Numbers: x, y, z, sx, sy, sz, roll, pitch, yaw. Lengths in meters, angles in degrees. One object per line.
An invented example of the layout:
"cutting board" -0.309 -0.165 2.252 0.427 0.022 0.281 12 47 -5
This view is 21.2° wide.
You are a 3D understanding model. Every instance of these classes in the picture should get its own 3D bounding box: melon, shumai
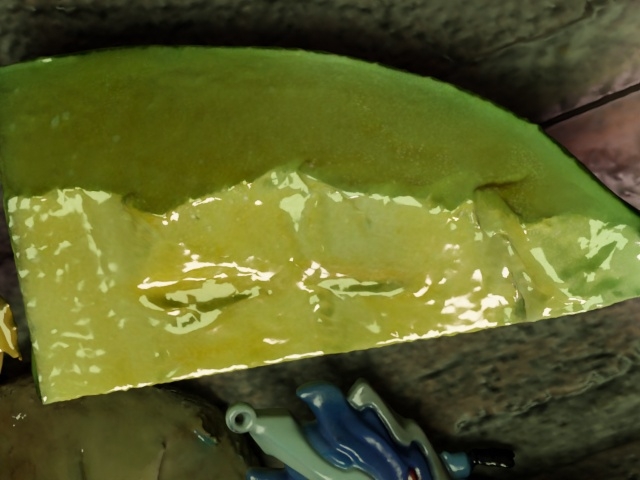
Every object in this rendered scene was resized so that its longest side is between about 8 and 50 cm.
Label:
"melon" 0.000 0.000 0.829 0.323 0.124 0.196 -3 126 5
"shumai" -0.128 0.174 0.953 0.201 0.120 0.201 1 116 1

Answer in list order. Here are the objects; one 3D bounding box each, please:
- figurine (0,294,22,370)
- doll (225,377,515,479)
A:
"figurine" -0.223 0.009 0.876 0.156 0.131 0.246 15 114 27
"doll" 0.032 0.131 0.945 0.195 0.070 0.096 26 106 -19
